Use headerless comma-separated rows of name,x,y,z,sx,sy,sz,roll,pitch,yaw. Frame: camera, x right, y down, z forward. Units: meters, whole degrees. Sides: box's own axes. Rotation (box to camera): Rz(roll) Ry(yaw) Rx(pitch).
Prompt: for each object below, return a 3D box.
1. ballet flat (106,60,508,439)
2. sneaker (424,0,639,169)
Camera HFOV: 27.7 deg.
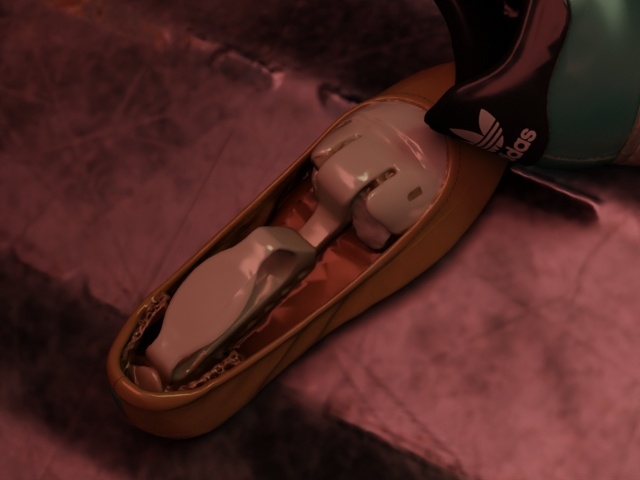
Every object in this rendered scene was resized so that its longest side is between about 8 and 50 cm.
ballet flat,0.000,0.000,0.573,0.232,0.073,0.080,-45,71,-5
sneaker,0.090,-0.179,0.574,0.121,0.108,0.302,1,73,-15
